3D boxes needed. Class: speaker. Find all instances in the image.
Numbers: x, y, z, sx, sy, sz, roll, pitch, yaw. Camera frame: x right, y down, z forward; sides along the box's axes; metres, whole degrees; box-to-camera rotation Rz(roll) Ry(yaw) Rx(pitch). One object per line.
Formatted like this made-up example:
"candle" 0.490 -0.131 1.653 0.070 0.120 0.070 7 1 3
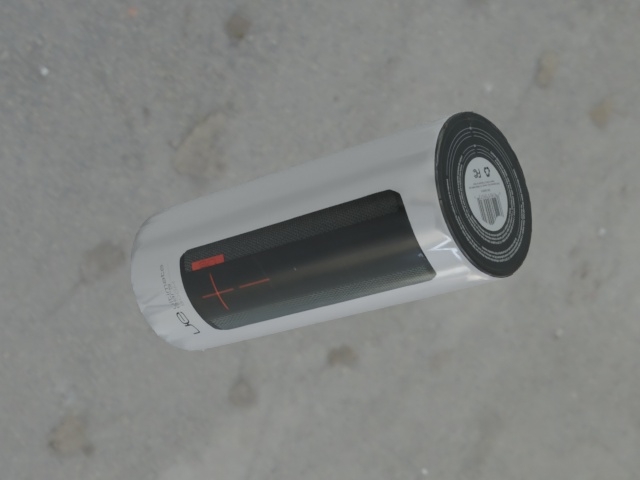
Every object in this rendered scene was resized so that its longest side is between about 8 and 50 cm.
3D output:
"speaker" 0.000 0.000 0.473 0.055 0.136 0.055 21 62 -47
